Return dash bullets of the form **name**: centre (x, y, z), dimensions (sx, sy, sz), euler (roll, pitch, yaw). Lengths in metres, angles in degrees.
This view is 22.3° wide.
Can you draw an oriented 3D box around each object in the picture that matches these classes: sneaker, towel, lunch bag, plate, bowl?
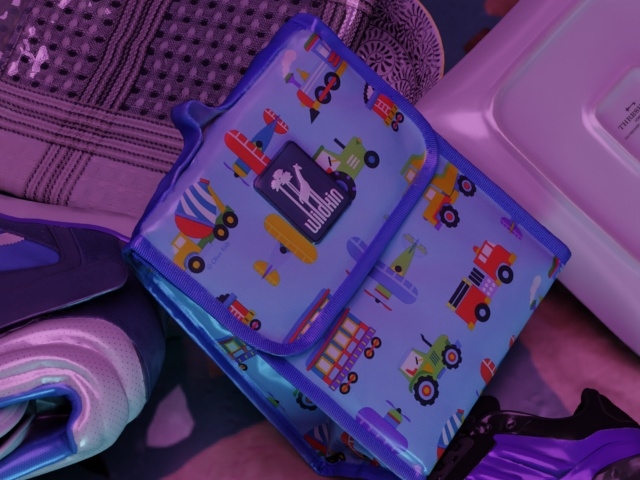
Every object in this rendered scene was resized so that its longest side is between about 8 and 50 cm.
- **sneaker**: centre (-0.269, 0.072, 1.133), dimensions (0.323, 0.130, 0.236), euler (3, 35, 9)
- **sneaker**: centre (0.108, 0.195, 1.173), dimensions (0.293, 0.102, 0.146), euler (-21, 64, -16)
- **towel**: centre (-0.130, -0.157, 1.273), dimensions (0.324, 0.056, 0.312), euler (18, 78, 24)
- **lunch bag**: centre (0.000, 0.000, 1.154), dimensions (0.293, 0.138, 0.221), euler (45, 67, -23)
- **plate**: centre (0.248, -0.089, 1.284), dimensions (0.278, 0.045, 0.277), euler (43, 66, 1)
- **bowl**: centre (0.012, -0.130, 1.319), dimensions (0.170, 0.080, 0.170), euler (1, 66, -2)
